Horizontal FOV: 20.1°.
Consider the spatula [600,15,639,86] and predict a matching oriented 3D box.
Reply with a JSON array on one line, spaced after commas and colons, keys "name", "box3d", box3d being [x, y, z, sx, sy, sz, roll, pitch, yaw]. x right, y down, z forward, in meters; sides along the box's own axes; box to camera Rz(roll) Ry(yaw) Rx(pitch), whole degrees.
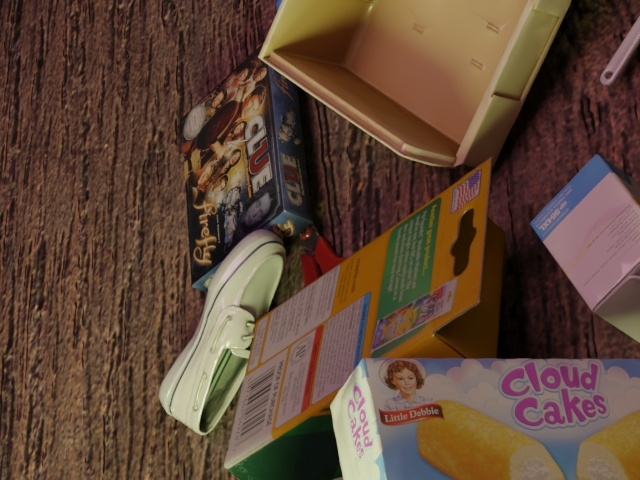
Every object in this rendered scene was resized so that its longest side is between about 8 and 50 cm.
[{"name": "spatula", "box3d": [0.365, -0.224, 1.658, 0.168, 0.019, 0.242, 33, 92, 45]}]

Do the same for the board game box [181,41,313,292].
[{"name": "board game box", "box3d": [-0.086, -0.081, 2.002, 0.165, 0.042, 0.243, -39, 43, 35]}]

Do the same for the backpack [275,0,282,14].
[{"name": "backpack", "box3d": [0.011, -0.278, 1.996, 0.101, 0.098, 0.120, 22, 83, 46]}]

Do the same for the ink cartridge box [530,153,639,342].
[{"name": "ink cartridge box", "box3d": [0.266, 0.014, 1.558, 0.090, 0.092, 0.143, -46, 41, 17]}]

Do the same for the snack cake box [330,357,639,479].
[{"name": "snack cake box", "box3d": [0.153, 0.172, 1.364, 0.089, 0.264, 0.152, 119, 147, -54]}]

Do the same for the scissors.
[{"name": "scissors", "box3d": [0.000, 0.000, 1.904, 0.109, 0.021, 0.297, -35, 45, 30]}]

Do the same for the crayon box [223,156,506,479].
[{"name": "crayon box", "box3d": [0.060, 0.089, 1.654, 0.323, 0.083, 0.203, -36, 27, 33]}]

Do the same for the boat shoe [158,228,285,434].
[{"name": "boat shoe", "box3d": [-0.086, 0.101, 1.896, 0.076, 0.083, 0.226, 38, 108, 38]}]

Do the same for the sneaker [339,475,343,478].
[{"name": "sneaker", "box3d": [-0.011, 0.237, 1.730, 0.185, 0.069, 0.084, -26, 55, 32]}]

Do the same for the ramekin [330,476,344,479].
[{"name": "ramekin", "box3d": [0.040, 0.326, 1.454, 0.303, 0.303, 0.148, -40, 51, 22]}]

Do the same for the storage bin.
[{"name": "storage bin", "box3d": [0.104, -0.238, 1.786, 0.260, 0.123, 0.262, 38, 111, 41]}]
